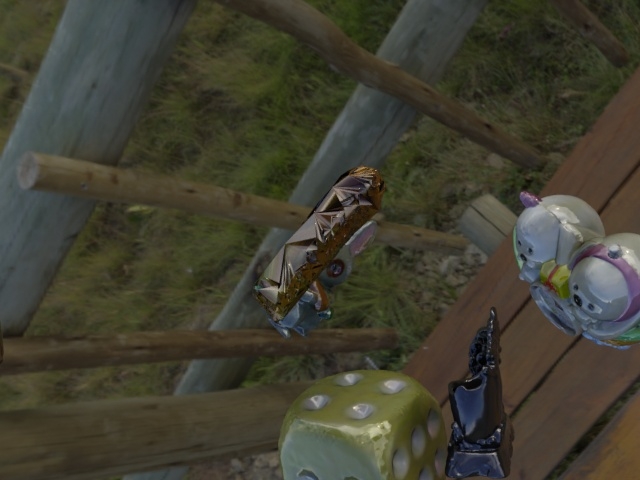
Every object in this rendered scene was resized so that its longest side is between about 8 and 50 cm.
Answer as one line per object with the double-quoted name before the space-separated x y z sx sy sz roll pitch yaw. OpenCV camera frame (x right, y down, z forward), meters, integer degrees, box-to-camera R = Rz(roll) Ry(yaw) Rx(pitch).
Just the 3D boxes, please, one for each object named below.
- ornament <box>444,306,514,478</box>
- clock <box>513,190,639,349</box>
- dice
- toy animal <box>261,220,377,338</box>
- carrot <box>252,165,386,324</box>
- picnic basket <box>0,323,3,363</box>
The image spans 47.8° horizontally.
"ornament" 0.263 0.229 1.181 0.106 0.251 0.260 0 95 15
"clock" 0.277 0.030 0.747 0.103 0.144 0.231 -40 39 -6
"dice" 0.080 0.378 1.300 0.233 0.238 0.226 -2 107 34
"toy animal" -0.010 0.051 1.193 0.138 0.108 0.236 36 108 24
"carrot" -0.001 -0.001 0.882 0.069 0.069 0.228 21 60 38
"picnic basket" -0.501 0.019 0.744 0.337 0.293 0.337 21 119 45
